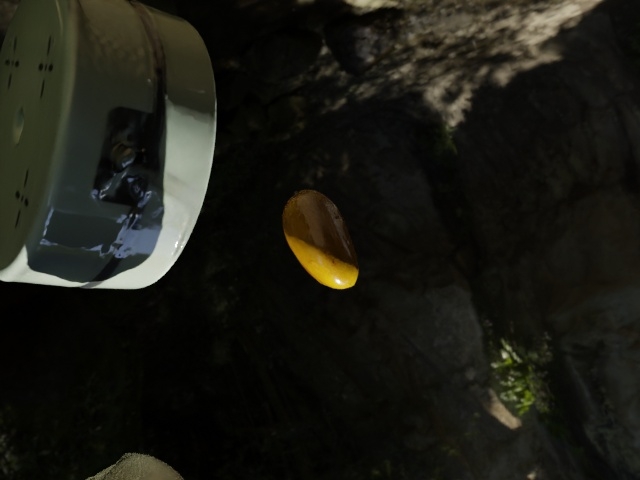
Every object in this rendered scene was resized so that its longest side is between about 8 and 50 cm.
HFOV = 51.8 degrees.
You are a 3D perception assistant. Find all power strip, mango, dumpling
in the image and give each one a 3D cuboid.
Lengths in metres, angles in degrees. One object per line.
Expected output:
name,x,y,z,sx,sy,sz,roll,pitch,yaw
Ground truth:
power strip,-0.257,-0.109,0.742,0.161,0.357,0.357,8,167,-38
mango,0.000,0.000,0.674,0.060,0.114,0.080,-27,162,7
dumpling,-0.177,0.271,0.616,0.188,0.108,0.127,14,-140,41
